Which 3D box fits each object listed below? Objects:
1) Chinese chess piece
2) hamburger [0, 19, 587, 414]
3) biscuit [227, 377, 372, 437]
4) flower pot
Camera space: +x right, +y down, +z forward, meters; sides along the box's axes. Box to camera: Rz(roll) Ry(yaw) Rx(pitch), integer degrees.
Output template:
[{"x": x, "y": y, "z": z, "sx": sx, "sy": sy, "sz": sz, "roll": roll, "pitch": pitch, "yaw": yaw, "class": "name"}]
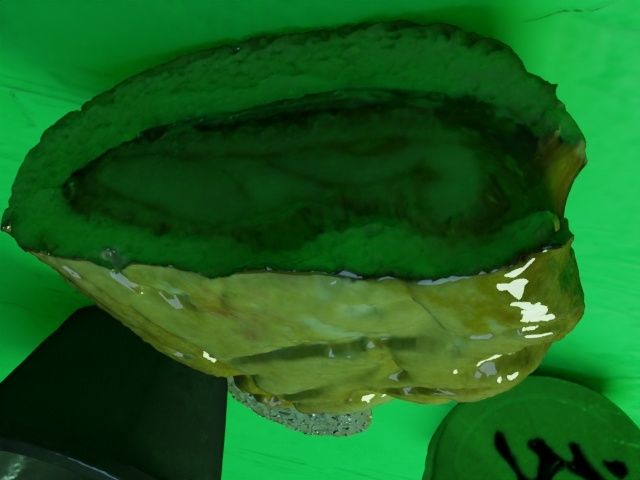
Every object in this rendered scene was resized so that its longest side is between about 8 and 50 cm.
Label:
[{"x": 0.170, "y": 0.197, "z": 0.852, "sx": 0.188, "sy": 0.188, "sz": 0.083, "roll": 10, "pitch": 149, "yaw": 8, "class": "Chinese chess piece"}, {"x": 0.000, "y": 0.003, "z": 0.644, "sx": 0.329, "sy": 0.162, "sz": 0.209, "roll": -2, "pitch": 148, "yaw": 23, "class": "hamburger"}, {"x": -0.021, "y": 0.143, "z": 1.012, "sx": 0.152, "sy": 0.020, "sz": 0.152, "roll": 14, "pitch": 150, "yaw": 8, "class": "biscuit"}, {"x": -0.185, "y": 0.165, "z": 0.973, "sx": 0.269, "sy": 0.166, "sz": 0.269, "roll": 15, "pitch": 151, "yaw": 8, "class": "flower pot"}]
